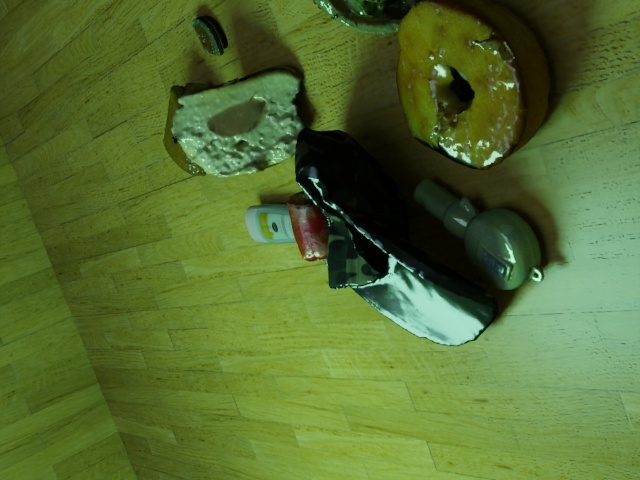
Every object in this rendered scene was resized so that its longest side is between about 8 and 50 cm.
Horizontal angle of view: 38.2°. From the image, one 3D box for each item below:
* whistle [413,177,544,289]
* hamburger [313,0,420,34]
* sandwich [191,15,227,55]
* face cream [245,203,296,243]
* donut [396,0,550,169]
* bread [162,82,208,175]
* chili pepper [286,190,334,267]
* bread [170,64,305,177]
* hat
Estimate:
[{"bbox_3d":[0.238,-0.013,1.405,0.258,0.067,0.126,43,144,35],"label":"whistle"},{"bbox_3d":[0.047,-0.422,1.320,0.288,0.192,0.167,61,157,8],"label":"hamburger"},{"bbox_3d":[-0.223,-0.407,1.842,0.101,0.026,0.069,60,146,8],"label":"sandwich"},{"bbox_3d":[-0.081,-0.034,1.849,0.198,0.057,0.084,-1,110,54],"label":"face cream"},{"bbox_3d":[0.202,-0.220,1.278,0.253,0.118,0.253,31,135,38],"label":"donut"},{"bbox_3d":[-0.262,-0.234,1.936,0.132,0.103,0.172,50,145,24],"label":"bread"},{"bbox_3d":[0.000,0.000,1.730,0.086,0.084,0.192,-5,103,50],"label":"chili pepper"},{"bbox_3d":[-0.160,-0.210,1.709,0.224,0.211,0.183,-5,99,61],"label":"bread"},{"bbox_3d":[0.125,-0.014,1.509,0.382,0.257,0.366,16,158,12],"label":"hat"}]
